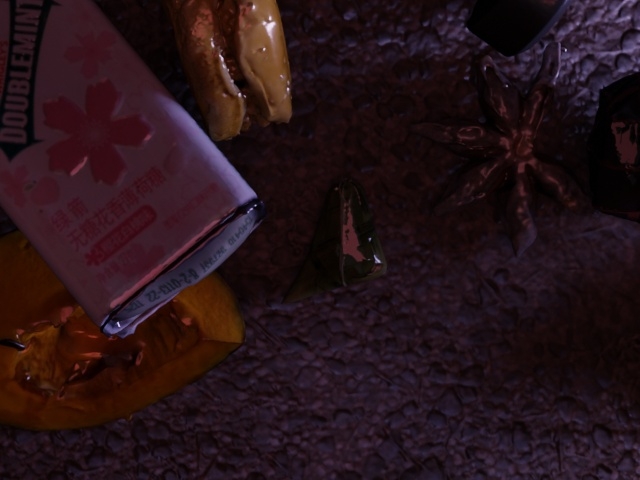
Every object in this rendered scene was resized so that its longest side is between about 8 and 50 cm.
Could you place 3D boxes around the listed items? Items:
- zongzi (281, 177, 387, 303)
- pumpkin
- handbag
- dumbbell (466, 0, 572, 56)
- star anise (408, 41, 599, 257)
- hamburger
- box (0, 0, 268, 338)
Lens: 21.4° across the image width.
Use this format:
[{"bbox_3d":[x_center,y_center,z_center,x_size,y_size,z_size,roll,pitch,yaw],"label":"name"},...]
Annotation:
[{"bbox_3d":[0.000,0.000,1.685,0.113,0.052,0.104,-17,92,8],"label":"zongzi"},{"bbox_3d":[-0.238,0.086,1.644,0.312,0.169,0.148,3,54,-10],"label":"pumpkin"},{"bbox_3d":[0.339,-0.085,1.621,0.169,0.215,0.155,8,103,7],"label":"handbag"},{"bbox_3d":[0.138,-0.292,1.603,0.218,0.152,0.152,33,93,-10],"label":"dumbbell"},{"bbox_3d":[0.183,-0.083,1.684,0.171,0.063,0.208,-14,100,-4],"label":"star anise"},{"bbox_3d":[-0.093,-0.204,1.562,0.108,0.214,0.214,-14,99,-1],"label":"hamburger"},{"bbox_3d":[-0.228,-0.101,1.546,0.190,0.112,0.370,-38,81,-4],"label":"box"}]
